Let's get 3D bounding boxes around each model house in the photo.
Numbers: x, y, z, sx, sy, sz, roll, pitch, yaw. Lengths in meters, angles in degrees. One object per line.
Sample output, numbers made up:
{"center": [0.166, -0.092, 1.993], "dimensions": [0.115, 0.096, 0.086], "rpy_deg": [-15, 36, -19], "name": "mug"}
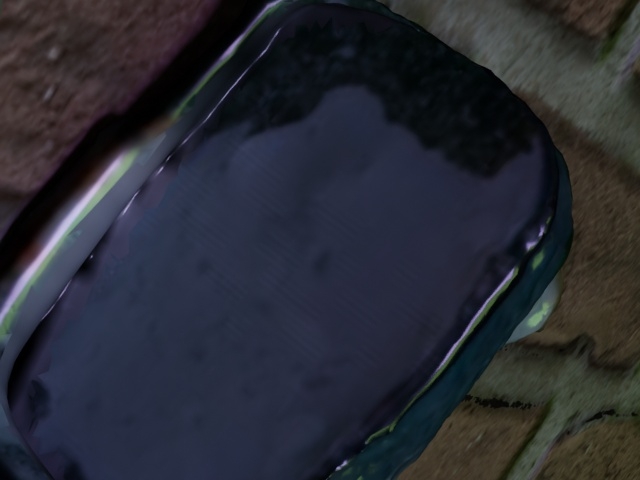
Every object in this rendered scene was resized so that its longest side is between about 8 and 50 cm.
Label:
{"center": [-0.005, 0.053, 0.888], "dimensions": [0.253, 0.184, 0.291], "rpy_deg": [-51, 161, -8], "name": "model house"}

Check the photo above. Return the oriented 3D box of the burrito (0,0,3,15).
{"center": [-0.137, -0.062, 0.637], "dimensions": [0.082, 0.059, 0.275], "rpy_deg": [-19, 137, -44], "name": "burrito"}
